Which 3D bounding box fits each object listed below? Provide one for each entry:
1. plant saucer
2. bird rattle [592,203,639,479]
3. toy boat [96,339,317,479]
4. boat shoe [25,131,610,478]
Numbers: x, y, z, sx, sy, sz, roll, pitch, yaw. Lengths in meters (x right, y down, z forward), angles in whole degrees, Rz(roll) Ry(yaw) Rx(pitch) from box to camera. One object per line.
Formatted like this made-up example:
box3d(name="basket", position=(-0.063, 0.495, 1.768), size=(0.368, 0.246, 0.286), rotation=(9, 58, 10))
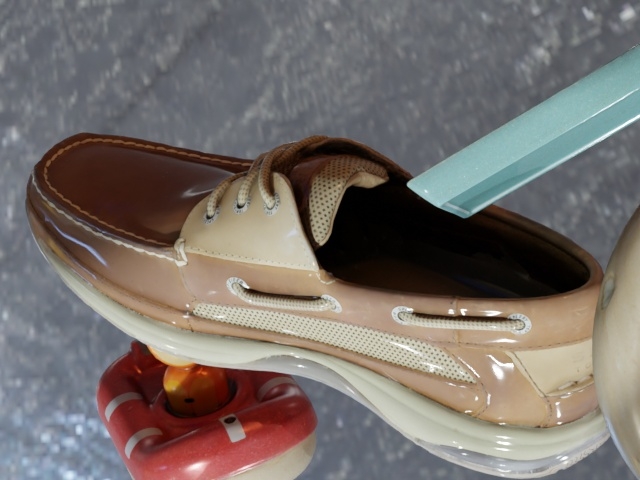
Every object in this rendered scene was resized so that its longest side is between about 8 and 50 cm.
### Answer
box3d(name="plant saucer", position=(0.128, -0.062, 0.763), size=(0.192, 0.018, 0.067), rotation=(-30, 167, 13))
box3d(name="bird rattle", position=(0.200, 0.048, 0.665), size=(0.206, 0.143, 0.254), rotation=(14, 103, -5))
box3d(name="toy boat", position=(-0.098, 0.109, 1.413), size=(0.151, 0.231, 0.151), rotation=(-21, 119, -13))
box3d(name="boat shoe", position=(0.000, 0.000, 0.875), size=(0.324, 0.123, 0.116), rotation=(18, 134, 19))
